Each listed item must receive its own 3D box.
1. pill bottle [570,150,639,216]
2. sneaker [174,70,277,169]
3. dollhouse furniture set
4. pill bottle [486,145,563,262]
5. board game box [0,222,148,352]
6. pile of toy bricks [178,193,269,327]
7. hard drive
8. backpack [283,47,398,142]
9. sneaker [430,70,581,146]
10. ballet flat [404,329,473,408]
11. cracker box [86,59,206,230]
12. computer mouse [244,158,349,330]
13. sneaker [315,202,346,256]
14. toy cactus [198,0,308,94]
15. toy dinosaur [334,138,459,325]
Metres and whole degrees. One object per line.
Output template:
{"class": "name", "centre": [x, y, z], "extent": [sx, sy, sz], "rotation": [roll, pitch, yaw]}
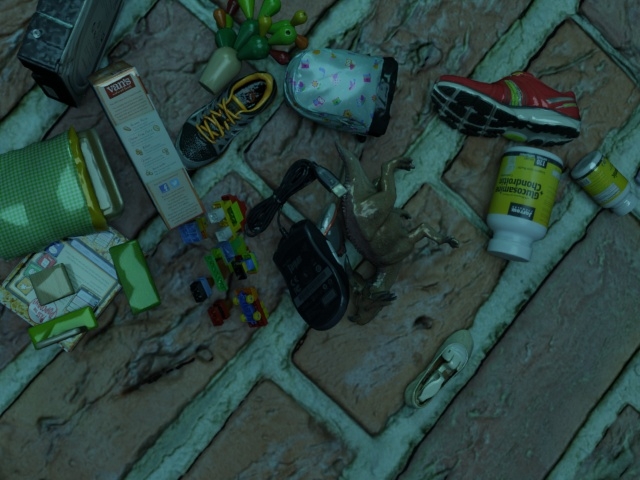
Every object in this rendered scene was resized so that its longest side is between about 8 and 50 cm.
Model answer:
{"class": "pill bottle", "centre": [0.510, -0.099, 1.327], "extent": [0.116, 0.065, 0.065], "rotation": [43, 81, -7]}
{"class": "sneaker", "centre": [-0.154, -0.201, 1.197], "extent": [0.084, 0.083, 0.215], "rotation": [44, 82, -8]}
{"class": "dollhouse furniture set", "centre": [-0.373, -0.014, 1.064], "extent": [0.197, 0.151, 0.302], "rotation": [-21, 91, -11]}
{"class": "pill bottle", "centre": [0.345, -0.060, 1.274], "extent": [0.103, 0.103, 0.184], "rotation": [17, 84, -10]}
{"class": "board game box", "centre": [-0.387, 0.054, 1.160], "extent": [0.146, 0.045, 0.193], "rotation": [39, 81, -7]}
{"class": "pile of toy bricks", "centre": [-0.142, 0.029, 1.181], "extent": [0.118, 0.105, 0.212], "rotation": [-8, 112, 28]}
{"class": "hard drive", "centre": [-0.332, -0.380, 1.092], "extent": [0.064, 0.237, 0.339], "rotation": [20, 83, -10]}
{"class": "backpack", "centre": [0.029, -0.252, 1.217], "extent": [0.181, 0.115, 0.152], "rotation": [10, 88, -7]}
{"class": "sneaker", "centre": [0.321, -0.245, 1.295], "extent": [0.278, 0.107, 0.118], "rotation": [13, 67, -13]}
{"class": "ballet flat", "centre": [0.210, 0.223, 1.263], "extent": [0.057, 0.052, 0.168], "rotation": [42, 81, -6]}
{"class": "cracker box", "centre": [-0.259, -0.144, 1.101], "extent": [0.067, 0.155, 0.232], "rotation": [-29, 115, -11]}
{"class": "computer mouse", "centre": [0.000, 0.000, 1.154], "extent": [0.184, 0.060, 0.262], "rotation": [-50, 56, 21]}
{"class": "sneaker", "centre": [0.012, 0.019, 1.232], "extent": [0.064, 0.061, 0.158], "rotation": [26, 84, -15]}
{"class": "toy cactus", "centre": [-0.120, -0.303, 1.162], "extent": [0.180, 0.219, 0.112], "rotation": [-53, 142, -6]}
{"class": "toy dinosaur", "centre": [0.081, -0.013, 1.188], "extent": [0.200, 0.127, 0.296], "rotation": [-37, 108, -22]}
